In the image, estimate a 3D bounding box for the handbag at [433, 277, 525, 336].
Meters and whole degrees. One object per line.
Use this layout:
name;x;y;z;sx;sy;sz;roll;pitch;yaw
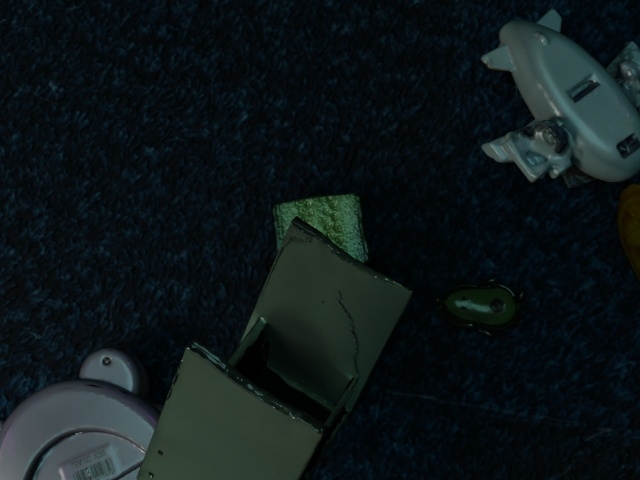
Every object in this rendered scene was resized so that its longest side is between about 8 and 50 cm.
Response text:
handbag;0.195;0.083;1.493;0.111;0.047;0.072;3;83;3

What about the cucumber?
cucumber;0.000;0.000;1.514;0.117;0.062;0.115;-8;84;-3

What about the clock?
clock;-0.264;0.317;1.475;0.296;0.113;0.322;-32;80;1

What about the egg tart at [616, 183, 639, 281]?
egg tart;0.459;-0.006;1.421;0.147;0.202;0.202;-29;81;-12

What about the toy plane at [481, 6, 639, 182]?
toy plane;0.302;-0.171;1.477;0.245;0.117;0.244;2;74;-7

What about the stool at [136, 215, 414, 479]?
stool;-0.051;0.164;1.355;0.170;0.269;0.243;31;45;7

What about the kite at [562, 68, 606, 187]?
kite;0.420;-0.171;1.519;0.286;0.015;0.152;-14;82;3
